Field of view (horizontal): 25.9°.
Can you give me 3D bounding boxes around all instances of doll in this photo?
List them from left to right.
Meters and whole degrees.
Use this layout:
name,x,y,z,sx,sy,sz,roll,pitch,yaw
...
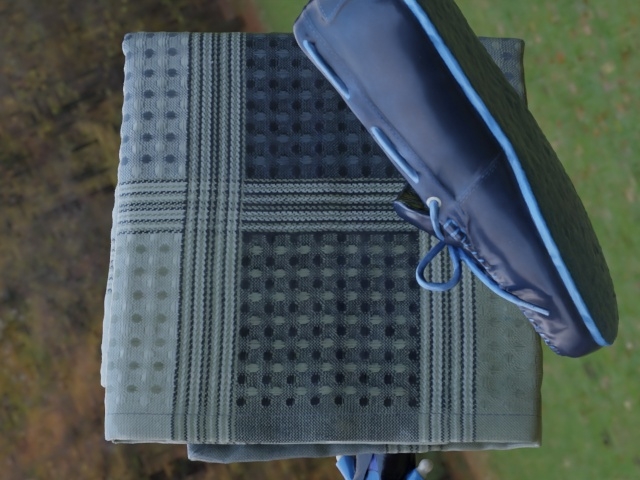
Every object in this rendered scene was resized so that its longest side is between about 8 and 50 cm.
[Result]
name,x,y,z,sx,sy,sz,roll,pitch,yaw
doll,0.066,0.230,1.525,0.046,0.129,0.189,20,-106,-54

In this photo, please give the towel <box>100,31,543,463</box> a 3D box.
name,x,y,z,sx,sy,sz,roll,pitch,yaw
towel,0.000,0.000,1.006,0.056,0.312,0.324,87,-176,-71

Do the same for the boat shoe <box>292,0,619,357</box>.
name,x,y,z,sx,sy,sz,roll,pitch,yaw
boat shoe,0.079,-0.042,0.793,0.258,0.089,0.109,59,-155,-6
